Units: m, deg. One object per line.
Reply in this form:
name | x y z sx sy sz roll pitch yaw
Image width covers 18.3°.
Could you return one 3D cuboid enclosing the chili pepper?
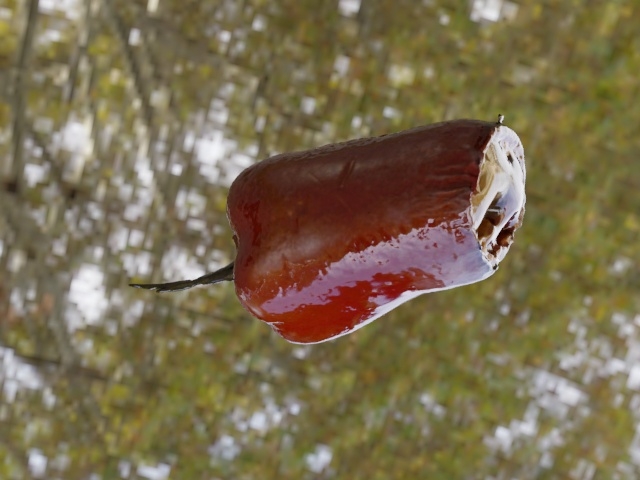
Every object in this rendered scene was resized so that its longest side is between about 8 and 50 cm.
chili pepper | 0.000 0.000 0.861 0.192 0.086 0.084 -14 -137 24
